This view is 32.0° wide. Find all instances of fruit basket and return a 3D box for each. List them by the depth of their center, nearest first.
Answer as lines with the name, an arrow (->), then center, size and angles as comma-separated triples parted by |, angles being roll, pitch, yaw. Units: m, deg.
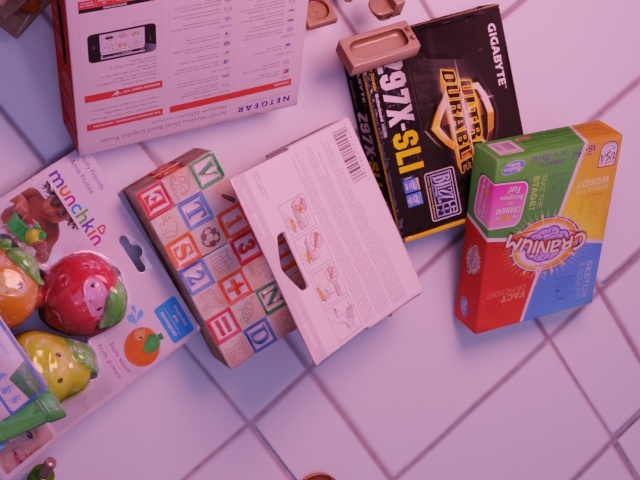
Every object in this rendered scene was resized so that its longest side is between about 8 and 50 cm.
fruit basket -> -0.372, 0.098, 1.513 | 0.353, 0.165, 0.327 | -35, 108, -19

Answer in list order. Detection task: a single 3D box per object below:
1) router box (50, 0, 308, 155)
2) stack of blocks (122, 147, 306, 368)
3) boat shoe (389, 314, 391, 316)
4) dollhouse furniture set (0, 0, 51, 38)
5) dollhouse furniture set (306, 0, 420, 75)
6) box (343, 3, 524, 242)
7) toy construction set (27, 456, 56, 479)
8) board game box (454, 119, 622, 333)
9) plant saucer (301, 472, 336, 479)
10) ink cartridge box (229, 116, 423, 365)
router box -> -0.185, -0.281, 1.492 | 0.335, 0.082, 0.301 | -16, 143, -21
stack of blocks -> -0.140, 0.015, 1.638 | 0.171, 0.087, 0.297 | -32, 107, -16
boat shoe -> 0.061, 0.095, 1.754 | 0.135, 0.050, 0.045 | 8, 88, -23
dollhouse furniture set -> -0.442, -0.416, 1.381 | 0.259, 0.262, 0.135 | 38, 78, 9
dollhouse furniture set -> 0.059, -0.342, 1.603 | 0.144, 0.123, 0.151 | -20, 69, -20
box -> 0.189, -0.186, 1.759 | 0.257, 0.079, 0.322 | -17, 103, -18
toy construction set -> -0.350, 0.522, 1.568 | 0.309, 0.257, 0.237 | 33, 128, -7
board game box -> 0.346, -0.020, 1.787 | 0.242, 0.064, 0.317 | -13, 123, -23
plant saucer -> -0.006, 0.412, 1.785 | 0.083, 0.013, 0.084 | -3, 97, -23
ink cartridge box -> 0.000, 0.000, 1.641 | 0.261, 0.066, 0.296 | -31, 100, -40
